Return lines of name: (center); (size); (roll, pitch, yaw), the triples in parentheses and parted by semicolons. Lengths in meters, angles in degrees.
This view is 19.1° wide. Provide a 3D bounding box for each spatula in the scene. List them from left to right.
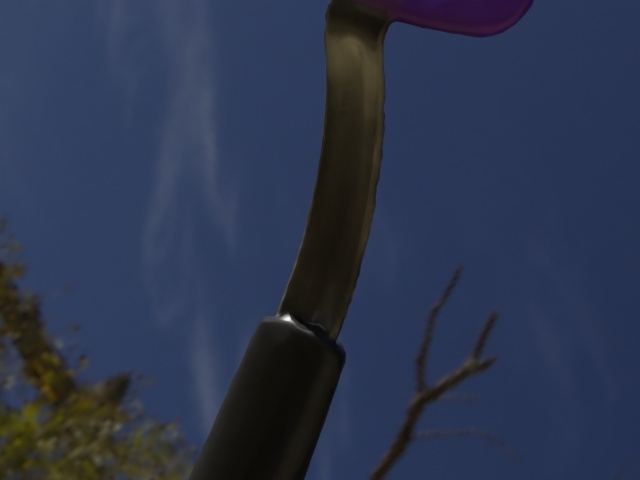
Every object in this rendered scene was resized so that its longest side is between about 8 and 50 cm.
spatula: (0.000, 0.000, 0.459); (0.084, 0.030, 0.296); (23, -80, 32)
